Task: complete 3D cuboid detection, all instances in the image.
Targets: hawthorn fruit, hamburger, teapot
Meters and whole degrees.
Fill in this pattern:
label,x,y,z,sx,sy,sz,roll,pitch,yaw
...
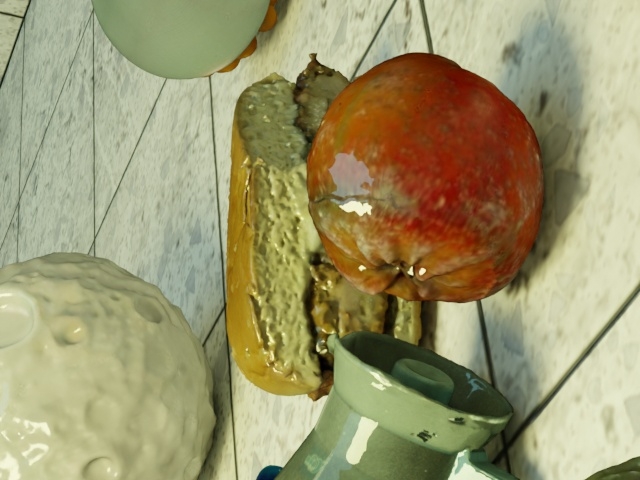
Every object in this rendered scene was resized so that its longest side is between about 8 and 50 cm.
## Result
label,x,y,z,sx,sy,sz,roll,pitch,yaw
hawthorn fruit,0.073,-0.043,1.170,0.173,0.173,0.173,-169,90,-70
hamburger,0.000,0.000,1.372,0.282,0.155,0.245,-116,34,-66
teapot,0.042,0.194,1.162,0.203,0.171,0.225,31,105,36

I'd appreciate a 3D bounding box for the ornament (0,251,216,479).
label,x,y,z,sx,sy,sz,roll,pitch,yaw
ornament,-0.268,0.187,1.756,0.337,0.337,0.337,-169,90,-70

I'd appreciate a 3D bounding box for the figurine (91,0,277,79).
label,x,y,z,sx,sy,sz,roll,pitch,yaw
figurine,-0.150,-0.331,1.886,0.382,0.205,0.224,-98,32,-60

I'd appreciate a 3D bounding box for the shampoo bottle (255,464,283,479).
label,x,y,z,sx,sy,sz,roll,pitch,yaw
shampoo bottle,-0.063,0.293,1.529,0.087,0.050,0.183,-108,34,-48

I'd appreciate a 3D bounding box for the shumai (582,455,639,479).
label,x,y,z,sx,sy,sz,roll,pitch,yaw
shumai,0.151,0.233,0.752,0.261,0.225,0.222,-45,-23,-45
